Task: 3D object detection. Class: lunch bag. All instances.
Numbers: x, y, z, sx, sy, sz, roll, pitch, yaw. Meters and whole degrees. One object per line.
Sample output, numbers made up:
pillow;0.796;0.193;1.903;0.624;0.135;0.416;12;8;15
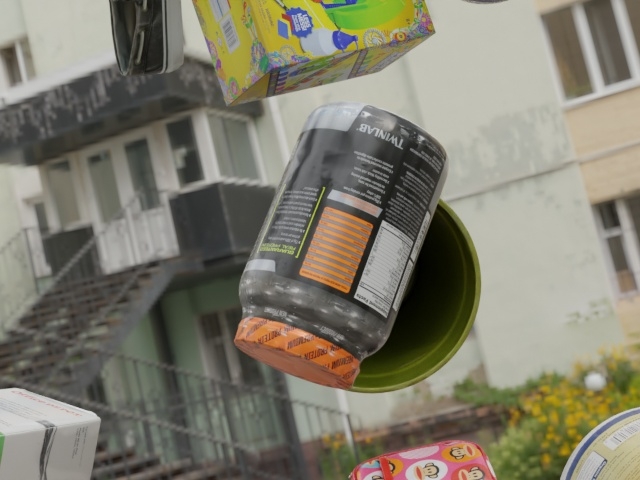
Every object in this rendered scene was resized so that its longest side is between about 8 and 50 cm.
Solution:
lunch bag;0.151;0.428;1.720;0.258;0.120;0.293;-11;22;-1

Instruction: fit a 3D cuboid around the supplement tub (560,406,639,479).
supplement tub;0.385;0.302;1.140;0.228;0.228;0.316;-13;4;-4

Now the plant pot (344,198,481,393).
plant pot;0.080;0.061;2.075;0.366;0.366;0.353;-13;5;-1

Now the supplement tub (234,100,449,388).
supplement tub;0.023;0.008;1.493;0.207;0.338;0.207;20;-15;6

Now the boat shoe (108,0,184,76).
boat shoe;-0.298;-0.415;1.850;0.119;0.335;0.121;-25;35;-30

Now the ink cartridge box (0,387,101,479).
ink cartridge box;-0.529;0.327;1.840;0.211;0.122;0.289;13;5;31

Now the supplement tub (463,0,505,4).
supplement tub;0.270;-0.487;1.610;0.235;0.235;0.325;-12;-4;-12

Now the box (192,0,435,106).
box;-0.030;-0.381;1.668;0.279;0.290;0.177;-18;-4;-29
